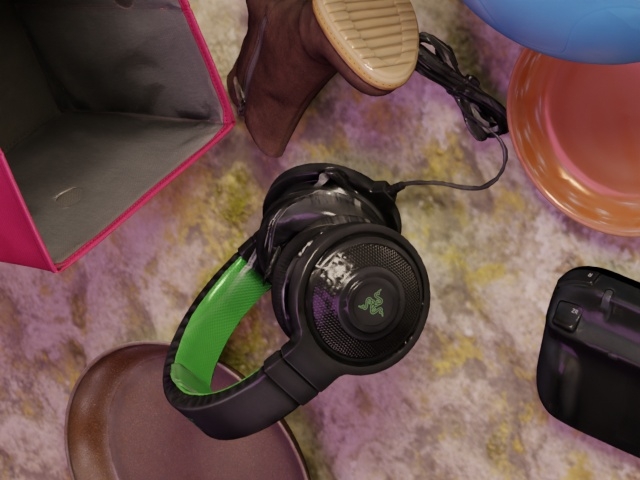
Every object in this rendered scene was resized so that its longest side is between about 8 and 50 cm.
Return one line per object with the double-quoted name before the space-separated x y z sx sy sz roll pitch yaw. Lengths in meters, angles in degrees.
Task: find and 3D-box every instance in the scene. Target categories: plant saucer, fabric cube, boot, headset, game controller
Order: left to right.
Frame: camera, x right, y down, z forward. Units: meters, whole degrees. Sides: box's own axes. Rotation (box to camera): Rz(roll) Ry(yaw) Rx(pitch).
"fabric cube" -0.282 -0.153 1.747 0.258 0.254 0.259 8 130 42
"plant saucer" -0.128 0.238 2.002 0.310 0.050 0.310 13 117 28
"boot" -0.003 -0.149 1.678 0.248 0.090 0.207 63 145 41
"headset" 0.000 0.000 1.701 0.394 0.243 0.185 -40 114 10
"plant saucer" 0.251 -0.101 1.609 0.200 0.037 0.200 14 118 27
"game controller" 0.331 0.139 1.659 0.319 0.067 0.166 24 136 23

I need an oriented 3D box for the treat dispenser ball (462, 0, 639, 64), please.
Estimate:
"treat dispenser ball" 0.209 -0.271 1.401 0.288 0.288 0.288 14 117 28
